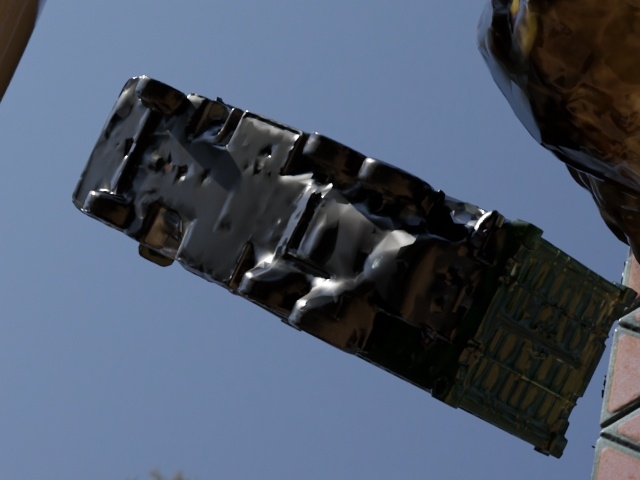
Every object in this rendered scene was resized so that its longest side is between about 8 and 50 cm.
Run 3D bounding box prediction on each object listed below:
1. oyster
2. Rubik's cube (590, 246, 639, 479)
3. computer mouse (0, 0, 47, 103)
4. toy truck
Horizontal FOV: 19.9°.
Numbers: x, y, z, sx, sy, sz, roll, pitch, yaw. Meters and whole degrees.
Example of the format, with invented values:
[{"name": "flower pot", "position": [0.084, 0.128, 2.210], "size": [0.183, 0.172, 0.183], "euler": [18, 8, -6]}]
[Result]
[{"name": "oyster", "position": [0.115, -0.038, 0.598], "size": [0.107, 0.161, 0.233], "euler": [-32, -41, -10]}, {"name": "Rubik's cube", "position": [0.326, 0.129, 1.381], "size": [0.233, 0.228, 0.229], "euler": [14, -83, 4]}, {"name": "computer mouse", "position": [-0.132, -0.101, 0.464], "size": [0.145, 0.082, 0.236], "euler": [22, -73, -13]}, {"name": "toy truck", "position": [0.000, 0.000, 0.810], "size": [0.121, 0.259, 0.088], "euler": [28, -92, -41]}]
